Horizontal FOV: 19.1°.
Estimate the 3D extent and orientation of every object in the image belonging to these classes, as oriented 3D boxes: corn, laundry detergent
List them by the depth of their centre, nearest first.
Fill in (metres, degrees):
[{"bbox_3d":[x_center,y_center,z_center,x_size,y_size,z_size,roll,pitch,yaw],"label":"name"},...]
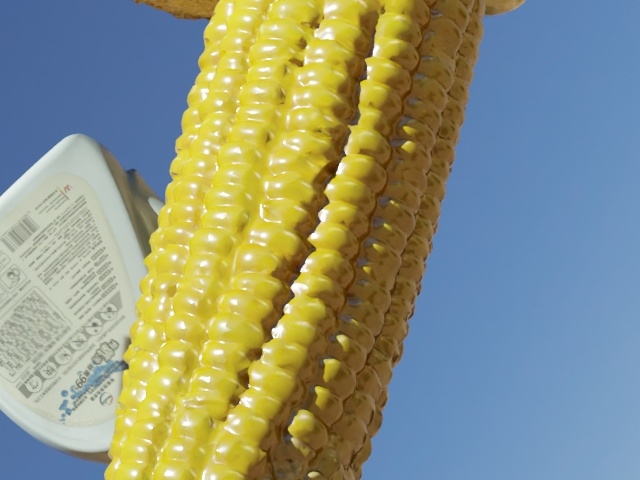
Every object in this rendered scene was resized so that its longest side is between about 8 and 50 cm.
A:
[{"bbox_3d":[-0.012,-0.003,0.788,0.120,0.120,0.363,72,-148,-66],"label":"corn"},{"bbox_3d":[-0.154,0.074,1.485,0.215,0.280,0.105,-47,-6,-7],"label":"laundry detergent"}]

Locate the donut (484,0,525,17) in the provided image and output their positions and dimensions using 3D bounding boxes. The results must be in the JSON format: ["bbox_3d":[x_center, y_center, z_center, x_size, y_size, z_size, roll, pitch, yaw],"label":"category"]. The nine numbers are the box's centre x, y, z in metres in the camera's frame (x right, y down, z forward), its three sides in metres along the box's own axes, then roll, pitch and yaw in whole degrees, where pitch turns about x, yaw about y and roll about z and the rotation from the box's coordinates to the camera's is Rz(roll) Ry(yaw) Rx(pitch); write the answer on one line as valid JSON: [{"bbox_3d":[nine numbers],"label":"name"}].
[{"bbox_3d":[0.034,-0.298,1.399,0.170,0.360,0.360,-51,-19,0],"label":"donut"}]

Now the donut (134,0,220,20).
[{"bbox_3d":[-0.113,-0.263,1.692,0.181,0.146,0.078,142,135,-64],"label":"donut"}]
